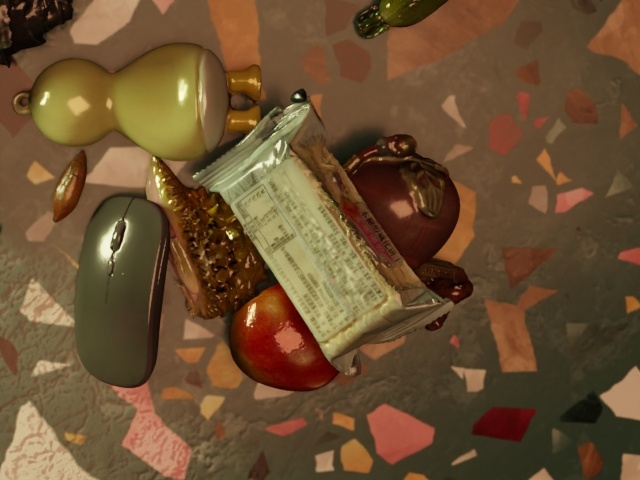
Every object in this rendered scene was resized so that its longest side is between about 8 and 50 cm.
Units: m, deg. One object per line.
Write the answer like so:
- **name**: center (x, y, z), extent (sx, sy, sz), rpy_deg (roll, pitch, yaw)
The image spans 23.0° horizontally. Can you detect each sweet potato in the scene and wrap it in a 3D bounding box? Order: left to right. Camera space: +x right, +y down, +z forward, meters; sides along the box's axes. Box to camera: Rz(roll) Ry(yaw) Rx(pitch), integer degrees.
- **sweet potato**: center (-0.303, -0.064, 1.905), extent (0.034, 0.034, 0.095), rpy_deg (19, 96, -10)

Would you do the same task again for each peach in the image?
- **peach**: center (-0.042, 0.129, 1.933), extent (0.151, 0.151, 0.118), rpy_deg (-13, 54, -10)

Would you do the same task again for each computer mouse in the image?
- **computer mouse**: center (-0.239, 0.063, 1.898), extent (0.120, 0.057, 0.232), rpy_deg (12, 97, 30)

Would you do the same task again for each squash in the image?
- **squash**: center (0.169, -0.360, 1.920), extent (0.318, 0.080, 0.071), rpy_deg (-51, 139, 1)

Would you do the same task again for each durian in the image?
- **durian**: center (-0.143, -0.009, 1.911), extent (0.140, 0.078, 0.224), rpy_deg (-34, 101, -3)

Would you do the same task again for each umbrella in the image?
- **umbrella**: center (-0.446, -0.239, 1.829), extent (0.336, 0.154, 0.128), rpy_deg (-22, 126, 15)

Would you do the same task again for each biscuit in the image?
- **biscuit**: center (0.003, -0.003, 1.831), extent (0.186, 0.079, 0.309), rpy_deg (-38, 84, 31)

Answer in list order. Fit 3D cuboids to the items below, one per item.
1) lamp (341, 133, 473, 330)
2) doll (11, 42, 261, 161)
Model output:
- **lamp**: center (0.100, -0.021, 1.923), extent (0.215, 0.151, 0.223), rpy_deg (12, 128, -14)
- **doll**: center (-0.217, -0.165, 1.874), extent (0.296, 0.117, 0.141), rpy_deg (1, 90, 5)
